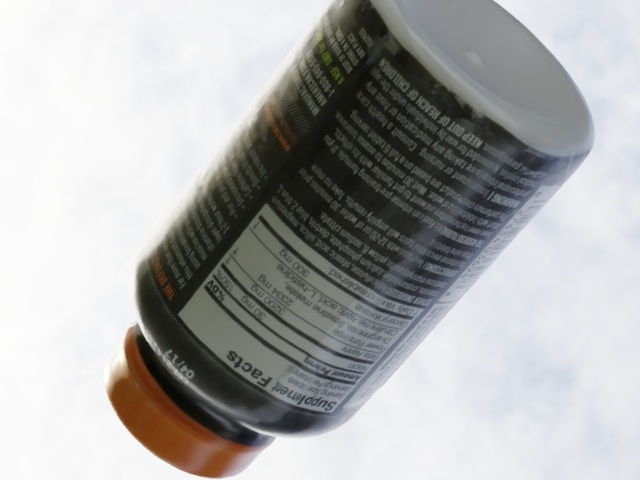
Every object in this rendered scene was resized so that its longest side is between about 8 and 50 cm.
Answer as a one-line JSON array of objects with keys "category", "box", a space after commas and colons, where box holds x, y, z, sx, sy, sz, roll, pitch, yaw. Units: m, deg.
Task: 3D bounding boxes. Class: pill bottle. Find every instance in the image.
[{"category": "pill bottle", "box": [0.000, 0.000, 0.834, 0.245, 0.130, 0.130, -50, -124, 26]}]
